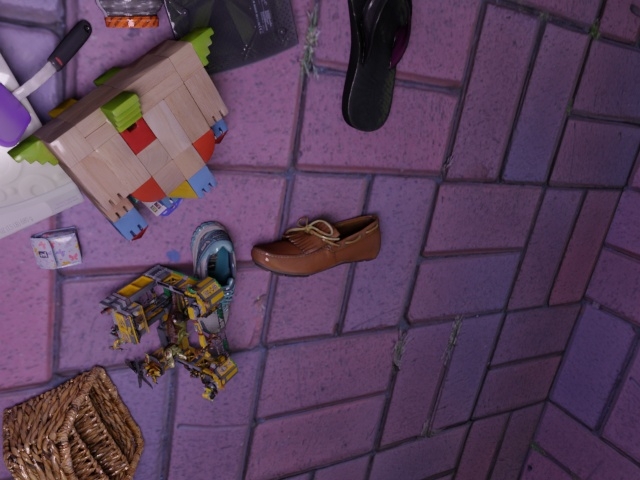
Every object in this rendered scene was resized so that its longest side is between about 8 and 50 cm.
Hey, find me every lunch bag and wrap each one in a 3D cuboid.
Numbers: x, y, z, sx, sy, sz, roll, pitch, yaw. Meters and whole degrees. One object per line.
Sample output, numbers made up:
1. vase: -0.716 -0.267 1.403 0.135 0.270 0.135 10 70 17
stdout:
1. lunch bag: -0.524 0.018 1.036 0.083 0.053 0.071 -10 115 -18

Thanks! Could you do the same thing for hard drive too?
1. hard drive: -0.177 -0.439 1.045 0.254 0.054 0.172 -26 123 -20

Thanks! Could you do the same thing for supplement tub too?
1. supplement tub: -0.335 -0.468 0.893 0.117 0.117 0.190 -12 117 -27

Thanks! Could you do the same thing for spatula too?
1. spatula: -0.464 -0.274 0.866 0.084 0.030 0.296 60 43 -45

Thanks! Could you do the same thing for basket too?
1. basket: -0.518 0.473 1.145 0.223 0.213 0.299 -24 122 -20

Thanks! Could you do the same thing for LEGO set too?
1. LEGO set: -0.331 0.221 1.120 0.192 0.255 0.331 -40 144 -45

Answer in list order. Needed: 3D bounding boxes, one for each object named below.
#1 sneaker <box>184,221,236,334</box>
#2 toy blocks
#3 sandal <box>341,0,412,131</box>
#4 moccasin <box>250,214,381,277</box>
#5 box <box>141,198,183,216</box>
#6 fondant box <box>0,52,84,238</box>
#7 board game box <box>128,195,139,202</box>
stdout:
1. sneaker: -0.250 0.106 1.205 0.110 0.122 0.283 -9 116 -28
2. toy blocks: -0.299 -0.167 0.946 0.381 0.191 0.261 -46 133 -20
3. sandal: 0.148 -0.472 1.201 0.167 0.107 0.446 -11 116 -28
4. moccasin: 0.002 0.001 1.305 0.380 0.139 0.147 -8 114 -30
5. box: -0.353 -0.115 1.099 0.081 0.028 0.136 -44 129 -9
6. fondant box: -0.597 -0.166 0.879 0.238 0.096 0.330 -30 123 -18
7. board game box: -0.353 -0.204 1.019 0.160 0.047 0.210 -36 118 -22
